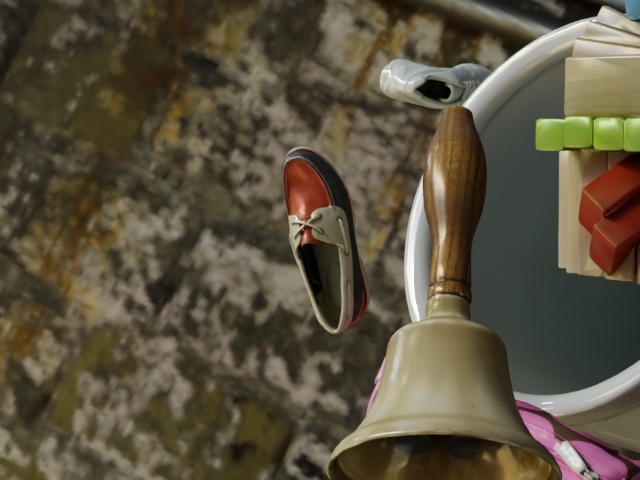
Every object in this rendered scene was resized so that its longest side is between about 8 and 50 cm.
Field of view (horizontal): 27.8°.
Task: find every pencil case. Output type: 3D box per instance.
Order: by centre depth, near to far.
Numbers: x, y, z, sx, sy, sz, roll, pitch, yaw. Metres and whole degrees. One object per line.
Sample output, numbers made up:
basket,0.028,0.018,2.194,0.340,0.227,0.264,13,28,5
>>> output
pencil case,0.122,0.139,0.863,0.209,0.095,0.098,24,-11,35

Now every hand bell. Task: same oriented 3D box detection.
hand bell,0.074,0.024,0.752,0.126,0.242,0.126,3,-30,2

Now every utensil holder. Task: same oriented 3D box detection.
utensil holder,0.319,0.036,1.099,0.385,0.328,0.327,24,2,-38

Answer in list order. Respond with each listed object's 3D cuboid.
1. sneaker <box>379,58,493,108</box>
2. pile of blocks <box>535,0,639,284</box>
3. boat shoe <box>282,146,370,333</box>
sneaker,0.138,-0.158,1.371,0.152,0.054,0.061,-2,21,-32
pile of blocks,0.212,-0.131,0.789,0.149,0.362,0.112,33,24,34
boat shoe,0.000,0.000,0.936,0.049,0.137,0.043,-10,13,29
